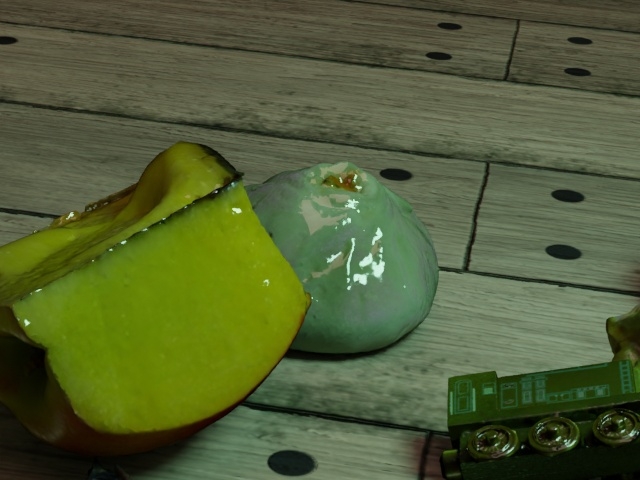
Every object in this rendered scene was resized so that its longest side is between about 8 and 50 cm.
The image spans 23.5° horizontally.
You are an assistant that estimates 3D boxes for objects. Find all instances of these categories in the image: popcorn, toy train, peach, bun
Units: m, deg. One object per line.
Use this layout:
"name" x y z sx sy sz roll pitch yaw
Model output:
"popcorn" 0.368 0.116 1.634 0.126 0.145 0.125 33 -7 -22
"toy train" 0.227 0.183 1.487 0.225 0.090 0.137 -8 35 11
"peach" -0.177 0.060 1.569 0.380 0.242 0.306 -38 20 -30
"bun" 0.000 0.000 1.795 0.293 0.187 0.293 1 25 -1

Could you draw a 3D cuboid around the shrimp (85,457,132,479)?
"shrimp" -0.204 0.271 1.304 0.164 0.062 0.317 -20 17 -5
